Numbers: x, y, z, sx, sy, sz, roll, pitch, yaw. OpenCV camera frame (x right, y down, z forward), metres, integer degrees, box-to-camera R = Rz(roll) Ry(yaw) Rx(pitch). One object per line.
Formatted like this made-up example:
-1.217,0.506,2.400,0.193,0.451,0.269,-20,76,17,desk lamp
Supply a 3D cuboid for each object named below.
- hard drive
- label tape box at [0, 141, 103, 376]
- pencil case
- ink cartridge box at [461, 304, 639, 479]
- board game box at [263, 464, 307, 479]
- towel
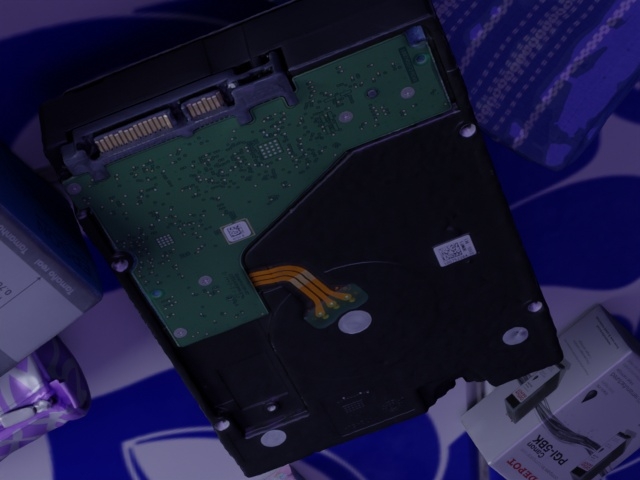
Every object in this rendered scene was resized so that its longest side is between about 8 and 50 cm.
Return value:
0.000,0.000,1.165,0.237,0.064,0.339,-22,138,6,hard drive
-0.328,0.038,1.063,0.334,0.106,0.240,-37,131,7,label tape box
-0.239,0.125,1.182,0.206,0.088,0.086,-34,129,7,pencil case
0.187,0.127,1.381,0.135,0.056,0.099,-41,131,11,ink cartridge box
-0.034,0.215,1.383,0.090,0.020,0.090,-37,131,6,board game box
0.109,-0.188,1.103,0.336,0.040,0.243,27,112,-39,towel
